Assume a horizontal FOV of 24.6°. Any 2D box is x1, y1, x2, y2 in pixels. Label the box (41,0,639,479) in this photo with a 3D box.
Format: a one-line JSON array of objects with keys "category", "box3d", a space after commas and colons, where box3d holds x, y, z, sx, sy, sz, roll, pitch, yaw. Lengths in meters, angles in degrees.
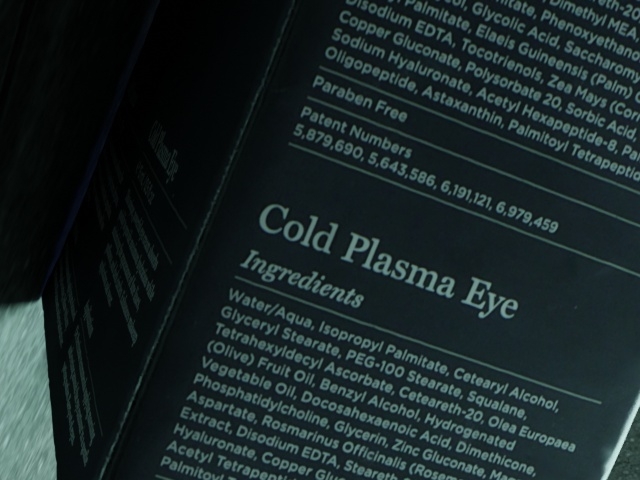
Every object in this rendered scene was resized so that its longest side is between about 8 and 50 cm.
[{"category": "box", "box3d": [0.017, -0.041, 0.641, 0.343, 0.179, 0.312, -129, -120, -72]}]
